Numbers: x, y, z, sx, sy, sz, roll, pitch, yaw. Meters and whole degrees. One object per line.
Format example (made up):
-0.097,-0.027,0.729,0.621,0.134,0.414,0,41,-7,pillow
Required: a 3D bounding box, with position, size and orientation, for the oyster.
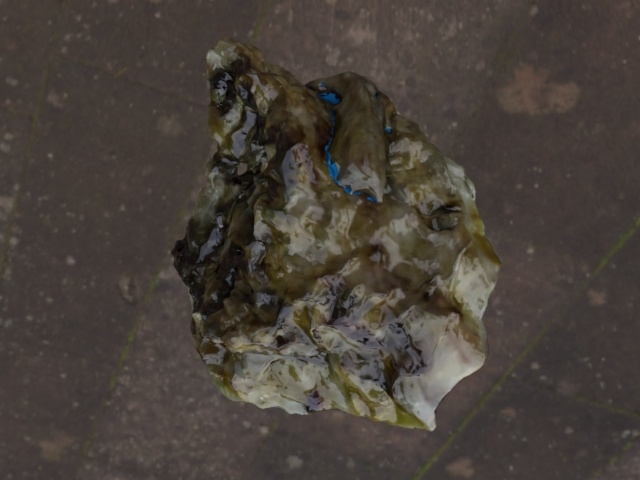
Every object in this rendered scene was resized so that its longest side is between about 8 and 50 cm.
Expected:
0.000,0.000,0.539,0.222,0.214,0.083,13,178,23,oyster
